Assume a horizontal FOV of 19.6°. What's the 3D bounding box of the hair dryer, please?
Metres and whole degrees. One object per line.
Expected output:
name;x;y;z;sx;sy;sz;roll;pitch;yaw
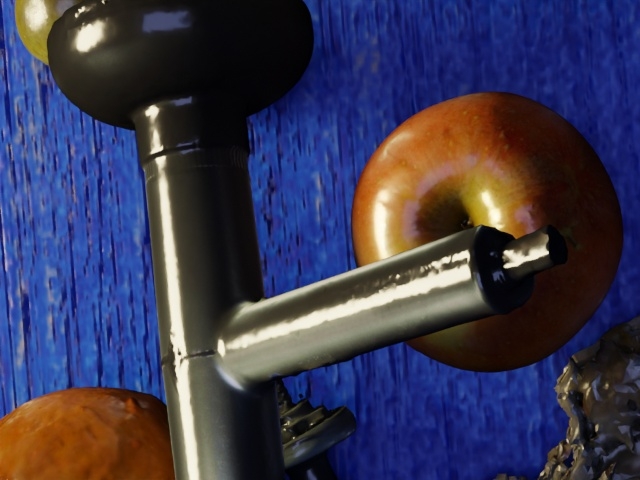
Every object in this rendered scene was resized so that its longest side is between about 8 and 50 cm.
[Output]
hair dryer;0.007;-0.013;1.021;0.284;0.156;0.320;-24;70;24

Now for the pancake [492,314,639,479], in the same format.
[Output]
pancake;0.261;0.205;1.077;0.382;0.071;0.382;-2;83;16

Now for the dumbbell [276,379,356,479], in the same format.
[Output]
dumbbell;0.010;0.175;1.129;0.081;0.081;0.254;-27;89;8

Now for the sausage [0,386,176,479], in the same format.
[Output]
sausage;-0.104;0.205;1.104;0.141;0.153;0.268;-35;81;-1

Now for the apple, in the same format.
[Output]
apple;0.099;-0.003;1.085;0.163;0.139;0.163;-1;87;19

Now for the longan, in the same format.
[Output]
longan;-0.149;-0.139;1.147;0.075;0.075;0.083;-42;123;7
